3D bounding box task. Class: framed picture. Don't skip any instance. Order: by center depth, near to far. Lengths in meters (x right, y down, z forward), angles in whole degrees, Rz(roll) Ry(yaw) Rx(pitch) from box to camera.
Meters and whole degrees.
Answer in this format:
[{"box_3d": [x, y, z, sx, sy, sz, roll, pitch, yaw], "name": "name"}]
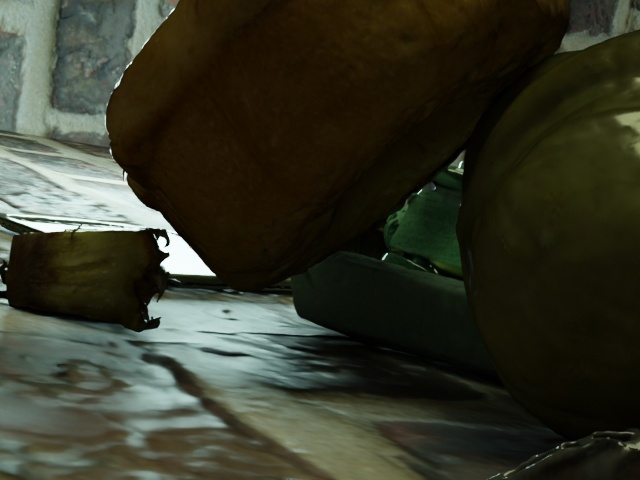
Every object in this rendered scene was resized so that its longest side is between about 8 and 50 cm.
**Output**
[{"box_3d": [-0.147, 0.012, 1.184, 0.216, 0.016, 0.273, 4, 8, -45], "name": "framed picture"}]

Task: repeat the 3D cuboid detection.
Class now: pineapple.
[{"box_3d": [-0.160, 0.023, 0.865, 0.116, 0.069, 0.137, 1, 0, -29], "name": "pineapple"}]

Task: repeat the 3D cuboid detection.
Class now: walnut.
[{"box_3d": [0.218, 0.000, 0.753, 0.276, 0.282, 0.253, 5, -38, 5], "name": "walnut"}]

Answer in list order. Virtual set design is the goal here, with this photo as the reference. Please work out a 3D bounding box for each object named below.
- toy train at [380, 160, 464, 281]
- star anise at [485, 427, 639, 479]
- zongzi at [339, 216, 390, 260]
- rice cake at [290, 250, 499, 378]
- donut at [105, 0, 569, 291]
[{"box_3d": [0.217, 0.028, 1.125, 0.237, 0.150, 0.369, 17, 1, -35], "name": "toy train"}, {"box_3d": [0.167, 0.112, 0.538, 0.171, 0.063, 0.208, 7, 7, -19], "name": "star anise"}, {"box_3d": [0.062, -0.047, 1.313, 0.187, 0.184, 0.084, 9, 8, -16], "name": "zongzi"}, {"box_3d": [0.079, 0.055, 0.945, 0.206, 0.063, 0.069, 15, 1, 24], "name": "rice cake"}, {"box_3d": [0.011, -0.104, 0.840, 0.150, 0.299, 0.317, 52, -12, 12], "name": "donut"}]
